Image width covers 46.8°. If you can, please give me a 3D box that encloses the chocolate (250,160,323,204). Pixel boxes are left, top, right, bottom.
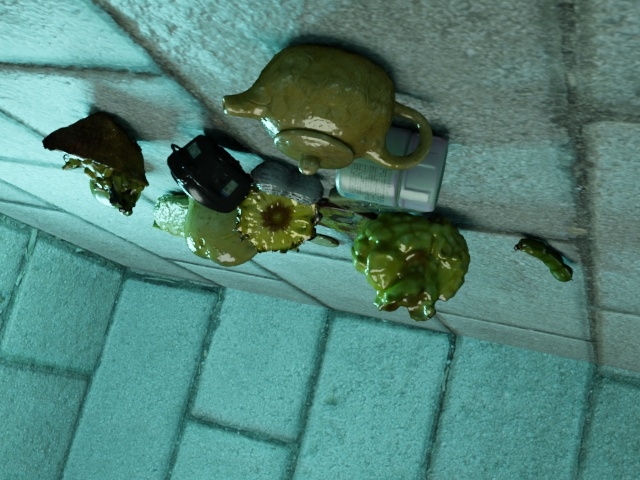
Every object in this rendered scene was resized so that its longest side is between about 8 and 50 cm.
[{"bbox_3d":[-0.071,-0.124,1.603,0.167,0.072,0.072,19,167,-19],"label":"chocolate"}]

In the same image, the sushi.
[{"bbox_3d":[-0.477,-0.169,1.637,0.167,0.179,0.296,19,168,4],"label":"sushi"}]

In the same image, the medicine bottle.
[{"bbox_3d":[0.120,-0.124,1.231,0.168,0.135,0.135,11,168,12],"label":"medicine bottle"}]

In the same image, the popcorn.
[{"bbox_3d":[0.206,0.049,1.683,0.270,0.258,0.224,57,167,-15],"label":"popcorn"}]

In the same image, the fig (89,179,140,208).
[{"bbox_3d":[-0.545,-0.144,1.968,0.136,0.120,0.153,15,169,-23],"label":"fig"}]

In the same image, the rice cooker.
[{"bbox_3d":[-0.232,-0.140,1.552,0.142,0.118,0.203,51,-173,32],"label":"rice cooker"}]

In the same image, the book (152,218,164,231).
[{"bbox_3d":[-0.452,-0.039,2.427,0.192,0.013,0.168,17,-166,-12],"label":"book"}]

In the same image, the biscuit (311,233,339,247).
[{"bbox_3d":[0.000,0.000,2.236,0.120,0.015,0.120,14,169,3],"label":"biscuit"}]

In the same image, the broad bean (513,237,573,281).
[{"bbox_3d":[0.529,0.045,1.721,0.256,0.053,0.052,27,-159,-44],"label":"broad bean"}]

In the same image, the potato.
[{"bbox_3d":[-0.238,-0.043,1.860,0.285,0.242,0.242,12,168,24],"label":"potato"}]

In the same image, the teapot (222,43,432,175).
[{"bbox_3d":[0.012,-0.168,1.067,0.311,0.167,0.203,17,168,-12],"label":"teapot"}]

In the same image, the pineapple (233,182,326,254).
[{"bbox_3d":[-0.100,-0.064,1.723,0.225,0.225,0.076,18,-152,-16],"label":"pineapple"}]

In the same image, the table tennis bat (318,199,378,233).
[{"bbox_3d":[0.016,-0.061,1.899,0.310,0.038,0.200,-2,159,43],"label":"table tennis bat"}]

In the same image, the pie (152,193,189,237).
[{"bbox_3d":[-0.373,-0.074,2.155,0.248,0.090,0.201,8,151,17],"label":"pie"}]

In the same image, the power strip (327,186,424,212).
[{"bbox_3d":[0.113,-0.090,1.629,0.268,0.034,0.092,3,164,45],"label":"power strip"}]
